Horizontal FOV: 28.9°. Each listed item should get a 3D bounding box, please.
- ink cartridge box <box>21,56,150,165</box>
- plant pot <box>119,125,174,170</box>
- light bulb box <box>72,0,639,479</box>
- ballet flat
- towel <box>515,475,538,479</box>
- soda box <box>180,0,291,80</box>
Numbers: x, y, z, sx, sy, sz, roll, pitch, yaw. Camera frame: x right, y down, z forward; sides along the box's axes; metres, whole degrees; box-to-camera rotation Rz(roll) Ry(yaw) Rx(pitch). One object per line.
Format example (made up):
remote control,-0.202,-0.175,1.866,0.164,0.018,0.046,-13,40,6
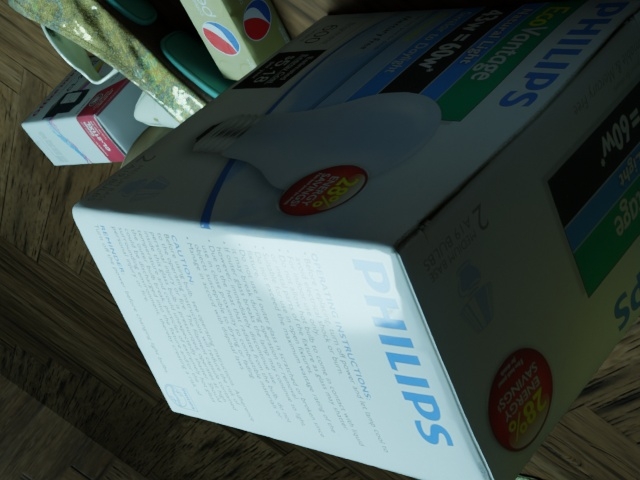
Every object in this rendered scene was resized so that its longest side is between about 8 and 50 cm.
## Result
ink cartridge box,-0.254,-0.157,1.462,0.175,0.127,0.072,1,137,49
plant pot,-0.105,-0.030,1.386,0.110,0.237,0.237,-1,137,42
light bulb box,0.063,-0.018,1.027,0.361,0.358,0.225,6,129,44
ballet flat,-0.191,-0.193,1.328,0.348,0.123,0.123,39,154,-1
towel,0.294,0.376,1.833,0.148,0.027,0.110,5,142,45
soda box,-0.095,-0.240,1.214,0.061,0.058,0.181,14,148,37
